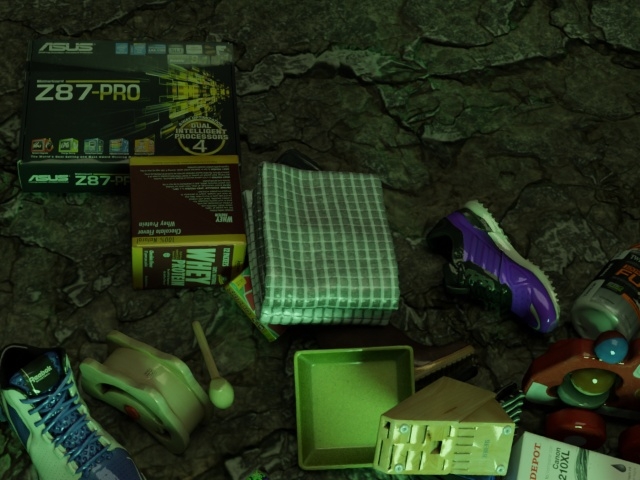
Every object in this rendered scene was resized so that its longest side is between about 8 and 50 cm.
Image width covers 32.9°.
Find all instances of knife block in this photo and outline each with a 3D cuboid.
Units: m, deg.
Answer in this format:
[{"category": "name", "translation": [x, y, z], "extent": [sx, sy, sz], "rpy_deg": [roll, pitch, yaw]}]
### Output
[{"category": "knife block", "translation": [0.192, 0.269, 1.682], "extent": [0.275, 0.088, 0.242], "rpy_deg": [3, 15, -14]}]

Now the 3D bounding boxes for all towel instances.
[{"category": "towel", "translation": [0.000, 0.000, 1.804], "extent": [0.235, 0.121, 0.284], "rpy_deg": [0, 57, -12]}]

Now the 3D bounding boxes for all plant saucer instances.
[{"category": "plant saucer", "translation": [0.055, 0.262, 1.714], "extent": [0.188, 0.045, 0.188], "rpy_deg": [-3, 90, -1]}]

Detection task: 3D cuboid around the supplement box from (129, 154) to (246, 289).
[{"category": "supplement box", "translation": [-0.233, -0.032, 1.877], "extent": [0.191, 0.129, 0.194], "rpy_deg": [-2, 55, -10]}]

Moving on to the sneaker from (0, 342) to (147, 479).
[{"category": "sneaker", "translation": [-0.396, 0.267, 1.608], "extent": [0.127, 0.182, 0.315], "rpy_deg": [-35, 66, -27]}]

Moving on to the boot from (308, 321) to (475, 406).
[{"category": "boot", "translation": [0.112, 0.158, 1.817], "extent": [0.248, 0.090, 0.207], "rpy_deg": [-19, 63, -16]}]

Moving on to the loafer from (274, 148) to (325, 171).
[{"category": "loafer", "translation": [0.006, -0.084, 1.990], "extent": [0.223, 0.076, 0.078], "rpy_deg": [32, 66, 16]}]

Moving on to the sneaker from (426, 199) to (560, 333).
[{"category": "sneaker", "translation": [0.291, 0.069, 1.913], "extent": [0.146, 0.102, 0.293], "rpy_deg": [-25, 57, -19]}]

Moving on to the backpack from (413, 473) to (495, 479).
[{"category": "backpack", "translation": [0.209, 0.369, 1.680], "extent": [0.120, 0.098, 0.101], "rpy_deg": [12, 30, 21]}]

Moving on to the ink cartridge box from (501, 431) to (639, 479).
[{"category": "ink cartridge box", "translation": [0.400, 0.418, 1.672], "extent": [0.237, 0.100, 0.172], "rpy_deg": [16, 54, 2]}]

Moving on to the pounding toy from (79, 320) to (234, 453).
[{"category": "pounding toy", "translation": [-0.233, 0.222, 1.699], "extent": [0.269, 0.154, 0.155], "rpy_deg": [19, 52, 29]}]

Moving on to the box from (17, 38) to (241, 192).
[{"category": "box", "translation": [-0.351, -0.233, 2.023], "extent": [0.394, 0.097, 0.318], "rpy_deg": [0, 52, -8]}]

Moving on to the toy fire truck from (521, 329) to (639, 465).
[{"category": "toy fire truck", "translation": [0.488, 0.223, 1.729], "extent": [0.302, 0.254, 0.169], "rpy_deg": [11, 54, -1]}]

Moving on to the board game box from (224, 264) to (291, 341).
[{"category": "board game box", "translation": [-0.037, 0.048, 1.883], "extent": [0.124, 0.039, 0.259], "rpy_deg": [50, 57, -5]}]

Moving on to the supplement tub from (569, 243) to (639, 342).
[{"category": "supplement tub", "translation": [0.535, 0.096, 1.912], "extent": [0.117, 0.117, 0.190], "rpy_deg": [37, 58, 17]}]

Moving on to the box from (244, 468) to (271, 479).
[{"category": "box", "translation": [-0.084, 0.528, 1.476], "extent": [0.279, 0.177, 0.290], "rpy_deg": [36, 58, 15]}]
